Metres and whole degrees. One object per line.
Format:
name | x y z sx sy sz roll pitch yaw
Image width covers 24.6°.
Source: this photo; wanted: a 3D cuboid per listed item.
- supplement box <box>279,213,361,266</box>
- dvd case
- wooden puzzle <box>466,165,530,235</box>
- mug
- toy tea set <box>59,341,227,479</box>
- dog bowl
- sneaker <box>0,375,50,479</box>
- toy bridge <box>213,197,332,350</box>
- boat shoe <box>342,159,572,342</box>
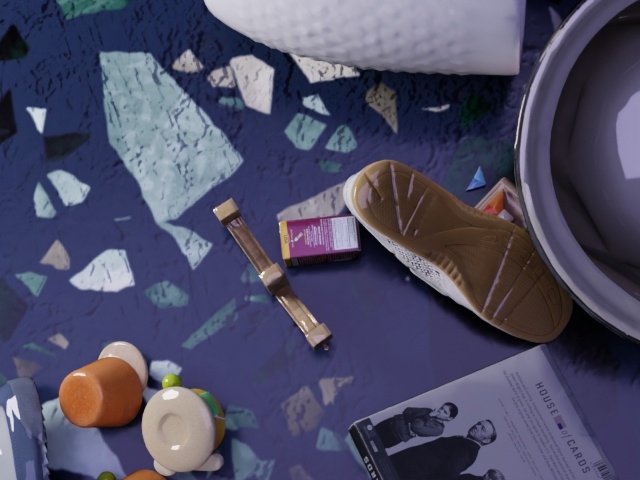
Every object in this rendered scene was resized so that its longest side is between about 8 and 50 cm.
supplement box | 0.000 0.000 1.567 0.083 0.055 0.043 -6 79 0
dvd case | 0.170 0.223 1.481 0.238 0.029 0.179 -19 72 -24
wooden puzzle | 0.201 -0.022 1.585 0.116 0.014 0.078 36 82 9
mug | 0.042 -0.308 1.469 0.328 0.374 0.276 3 96 8
toy tea set | -0.135 0.252 1.514 0.200 0.124 0.336 -26 81 27
dog bowl | 0.385 -0.089 1.487 0.408 0.150 0.408 0 93 -4
sneaker | -0.342 0.294 1.479 0.131 0.112 0.319 4 77 -18
toy bridge | -0.048 0.042 1.556 0.026 0.063 0.188 -36 78 -5
boat shoe | 0.143 0.008 1.543 0.277 0.096 0.098 37 81 -13
